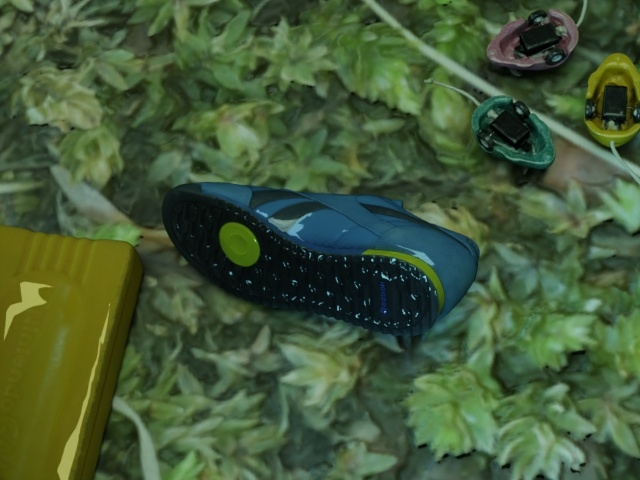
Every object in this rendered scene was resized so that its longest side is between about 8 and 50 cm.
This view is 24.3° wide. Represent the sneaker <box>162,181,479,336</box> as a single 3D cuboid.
[{"bbox_3d":[0.000,0.000,0.949,0.209,0.069,0.082,15,36,24],"label":"sneaker"}]

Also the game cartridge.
[{"bbox_3d":[-0.298,0.114,0.939,0.323,0.053,0.285,6,67,12],"label":"game cartridge"}]

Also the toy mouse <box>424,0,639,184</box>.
[{"bbox_3d":[0.140,-0.096,0.982,0.143,0.031,0.161,0,65,8],"label":"toy mouse"}]
